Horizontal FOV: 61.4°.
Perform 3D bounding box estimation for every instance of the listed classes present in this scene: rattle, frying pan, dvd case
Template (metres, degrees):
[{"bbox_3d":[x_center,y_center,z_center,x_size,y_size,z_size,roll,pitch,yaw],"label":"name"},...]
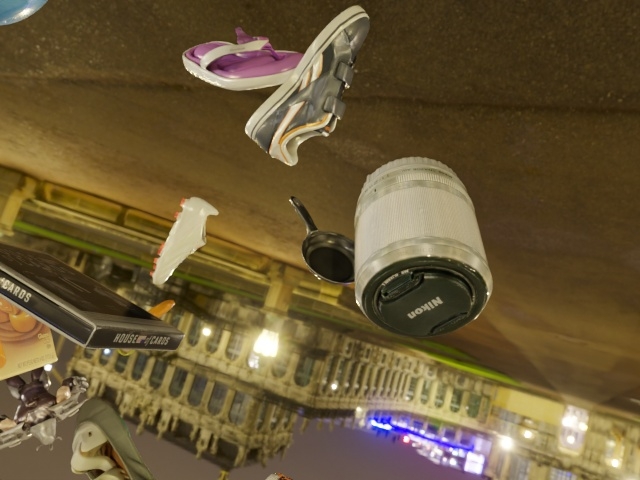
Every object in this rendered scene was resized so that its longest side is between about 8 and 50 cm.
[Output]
[{"bbox_3d":[-0.412,0.117,1.037,0.199,0.143,0.130,34,174,13],"label":"rattle"},{"bbox_3d":[-0.014,0.015,1.526,0.326,0.197,0.053,35,132,13],"label":"frying pan"},{"bbox_3d":[-0.290,0.057,0.603,0.238,0.030,0.179,26,175,16],"label":"dvd case"}]

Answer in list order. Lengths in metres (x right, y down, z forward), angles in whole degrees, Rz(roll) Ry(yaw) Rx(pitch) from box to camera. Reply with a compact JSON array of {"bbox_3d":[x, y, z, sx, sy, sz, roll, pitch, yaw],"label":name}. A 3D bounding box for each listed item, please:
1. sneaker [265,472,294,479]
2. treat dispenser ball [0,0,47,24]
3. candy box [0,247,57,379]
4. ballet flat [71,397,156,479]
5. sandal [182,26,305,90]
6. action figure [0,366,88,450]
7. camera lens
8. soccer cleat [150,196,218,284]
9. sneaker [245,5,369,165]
[{"bbox_3d":[-0.139,0.785,1.408,0.180,0.321,0.125,18,150,36],"label":"sneaker"},{"bbox_3d":[-0.596,-0.519,0.916,0.288,0.288,0.288,16,170,3],"label":"treat dispenser ball"},{"bbox_3d":[-0.479,0.104,0.672,0.087,0.183,0.316,-17,177,7],"label":"candy box"},{"bbox_3d":[-0.243,0.259,0.617,0.213,0.072,0.068,37,-167,32],"label":"ballet flat"},{"bbox_3d":[-0.193,-0.421,1.218,0.416,0.169,0.102,21,140,39],"label":"sandal"},{"bbox_3d":[-0.558,0.289,1.048,0.185,0.099,0.285,-20,-132,-30],"label":"action figure"},{"bbox_3d":[0.169,0.013,0.944,0.219,0.274,0.219,2,134,2],"label":"camera lens"},{"bbox_3d":[-0.266,0.009,1.046,0.076,0.196,0.068,25,-167,-15],"label":"soccer cleat"},{"bbox_3d":[0.004,-0.285,1.038,0.127,0.321,0.126,45,-164,8],"label":"sneaker"}]
